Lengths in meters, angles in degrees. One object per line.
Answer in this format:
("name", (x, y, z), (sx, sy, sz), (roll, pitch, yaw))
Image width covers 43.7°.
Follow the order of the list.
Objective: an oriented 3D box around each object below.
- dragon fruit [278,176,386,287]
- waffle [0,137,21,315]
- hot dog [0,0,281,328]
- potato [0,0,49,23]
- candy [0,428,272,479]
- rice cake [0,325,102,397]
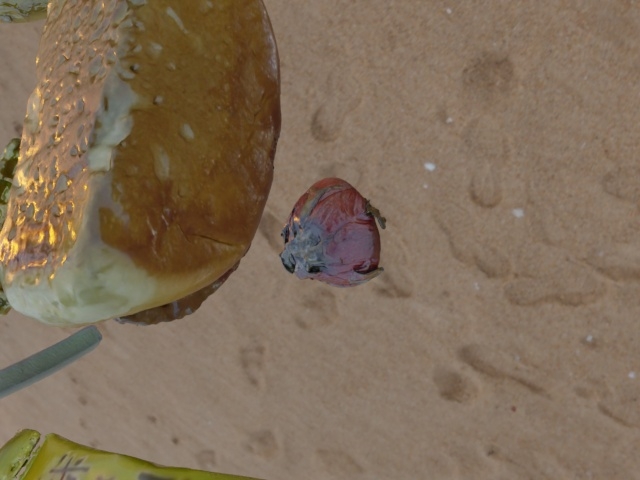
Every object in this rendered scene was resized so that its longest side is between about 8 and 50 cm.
("dragon fruit", (-0.002, 0.001, 1.496), (0.224, 0.148, 0.218), (40, 140, 41))
("waffle", (-0.347, -0.002, 0.829), (0.160, 0.192, 0.046), (57, 176, 12))
("hot dog", (-0.147, -0.106, 0.751), (0.185, 0.404, 0.223), (-8, 159, 40))
("potato", (-0.294, -0.351, 0.946), (0.300, 0.173, 0.140), (-22, 130, 0))
("candy", (-0.112, 0.190, 0.412), (0.297, 0.187, 0.081), (1, 136, 27))
("rice cake", (-0.424, 0.189, 1.182), (0.080, 0.222, 0.042), (-35, 86, 33))
